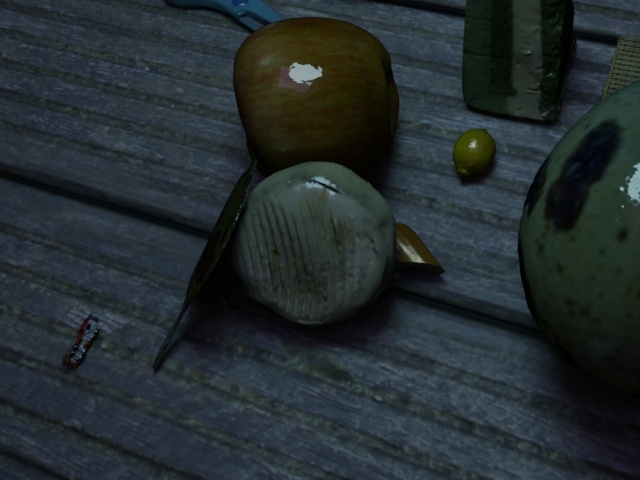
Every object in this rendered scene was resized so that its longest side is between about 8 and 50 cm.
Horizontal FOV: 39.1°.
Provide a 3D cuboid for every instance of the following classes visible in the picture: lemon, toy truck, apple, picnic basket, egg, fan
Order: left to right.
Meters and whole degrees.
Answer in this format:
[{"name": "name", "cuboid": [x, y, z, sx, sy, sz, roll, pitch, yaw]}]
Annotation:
[{"name": "toy truck", "cuboid": [-0.352, 0.146, 1.329, 0.032, 0.024, 0.083, 4, 60, 47]}, {"name": "fan", "cuboid": [-0.162, 0.033, 1.275, 0.011, 0.229, 0.335, 26, 97, -11]}, {"name": "apple", "cuboid": [0.000, -0.201, 1.323, 0.264, 0.264, 0.264, -5, 60, 9]}, {"name": "lemon", "cuboid": [0.229, -0.131, 1.348, 0.062, 0.062, 0.083, 25, 82, 23]}, {"name": "picnic basket", "cuboid": [0.478, -0.216, 1.333, 0.115, 0.079, 0.164, 13, 64, 19]}, {"name": "egg", "cuboid": [0.422, -0.018, 1.076, 0.345, 0.345, 0.428, 21, 68, 22]}]

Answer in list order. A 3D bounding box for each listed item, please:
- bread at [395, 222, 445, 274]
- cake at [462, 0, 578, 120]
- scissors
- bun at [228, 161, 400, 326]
[{"name": "bread", "cuboid": [0.124, 0.022, 1.288, 0.062, 0.049, 0.103, -31, 58, -7]}, {"name": "cake", "cuboid": [0.285, -0.296, 1.316, 0.158, 0.283, 0.172, 10, 80, 17]}, {"name": "scissors", "cuboid": [-0.139, -0.428, 1.611, 0.180, 0.032, 0.393, -41, 60, -13]}, {"name": "bun", "cuboid": [0.000, 0.000, 1.244, 0.239, 0.239, 0.141, 2, 27, 13]}]
